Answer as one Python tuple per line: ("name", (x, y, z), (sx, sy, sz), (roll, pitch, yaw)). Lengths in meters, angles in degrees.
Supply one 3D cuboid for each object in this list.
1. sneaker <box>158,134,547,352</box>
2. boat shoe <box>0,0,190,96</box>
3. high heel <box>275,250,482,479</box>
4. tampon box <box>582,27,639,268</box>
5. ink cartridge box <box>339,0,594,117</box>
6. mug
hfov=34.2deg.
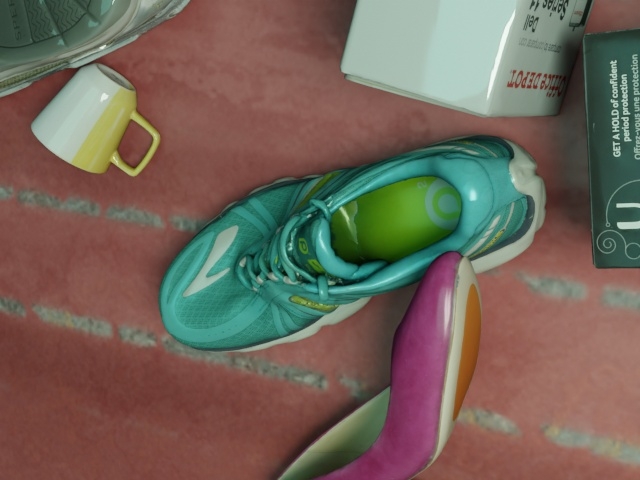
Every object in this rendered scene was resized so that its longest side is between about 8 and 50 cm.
("sneaker", (0.000, 0.000, 0.640), (0.275, 0.110, 0.107), (-23, 85, 28))
("boat shoe", (-0.239, -0.159, 0.761), (0.320, 0.103, 0.118), (-10, 91, 32))
("high heel", (0.027, 0.098, 0.628), (0.117, 0.082, 0.244), (17, 131, 16))
("tampon box", (0.225, -0.050, 0.521), (0.161, 0.101, 0.120), (-1, 95, 28))
("ink cartridge box", (0.100, -0.172, 0.545), (0.087, 0.153, 0.208), (22, 106, 23))
("mug", (-0.159, -0.089, 0.751), (0.064, 0.078, 0.062), (-54, 38, 13))
